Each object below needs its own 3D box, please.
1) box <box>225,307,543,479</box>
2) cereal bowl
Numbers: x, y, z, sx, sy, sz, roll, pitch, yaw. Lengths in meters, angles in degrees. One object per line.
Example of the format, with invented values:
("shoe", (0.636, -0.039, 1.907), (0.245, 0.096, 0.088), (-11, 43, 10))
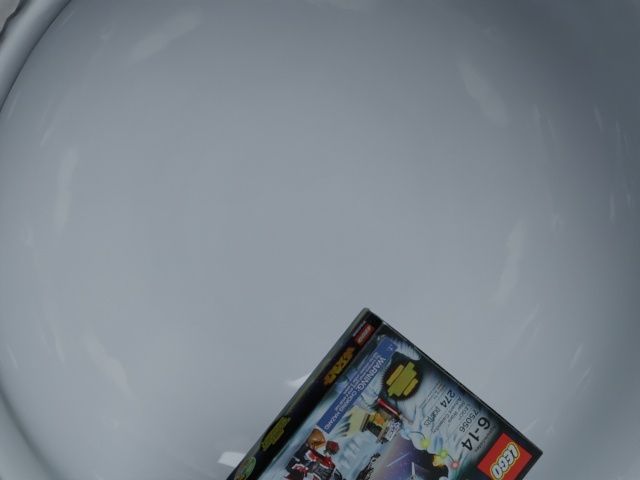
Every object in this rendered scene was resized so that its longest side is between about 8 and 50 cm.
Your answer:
("box", (0.012, 0.109, 0.618), (0.094, 0.027, 0.137), (39, 89, -21))
("cereal bowl", (0.000, 0.000, 0.681), (0.338, 0.141, 0.339), (-3, 101, -16))
